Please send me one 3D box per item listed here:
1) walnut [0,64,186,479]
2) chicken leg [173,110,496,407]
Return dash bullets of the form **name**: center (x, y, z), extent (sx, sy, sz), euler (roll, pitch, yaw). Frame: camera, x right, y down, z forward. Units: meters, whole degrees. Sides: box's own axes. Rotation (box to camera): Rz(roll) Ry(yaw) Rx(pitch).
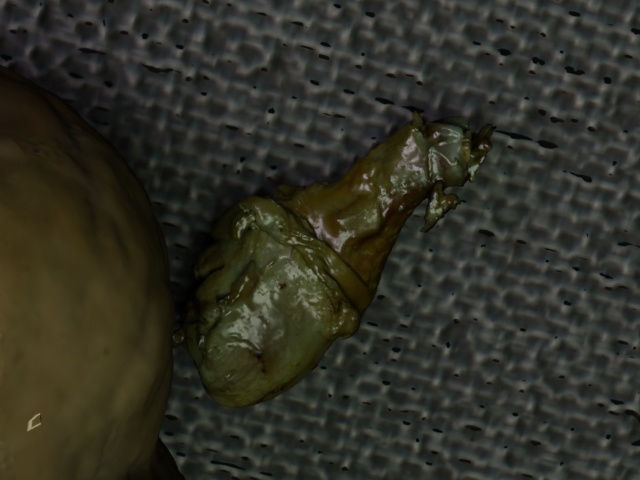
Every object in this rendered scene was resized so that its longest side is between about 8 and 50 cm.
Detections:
- **walnut**: center (-0.234, 0.073, 0.906), extent (0.381, 0.381, 0.381), euler (-1, 110, -4)
- **chicken leg**: center (0.000, 0.000, 1.035), extent (0.103, 0.088, 0.227), euler (42, 105, -3)
